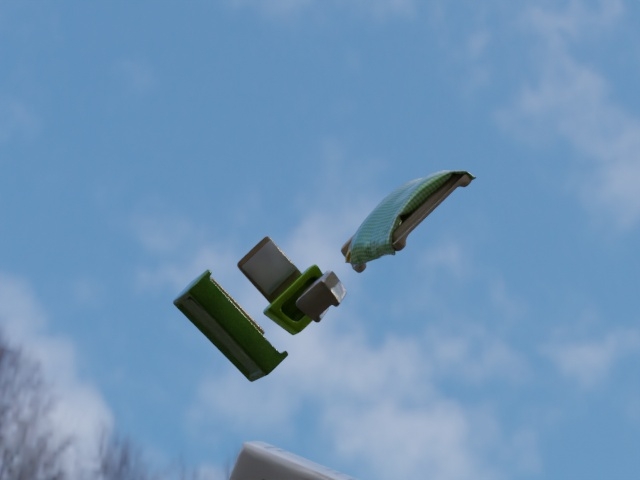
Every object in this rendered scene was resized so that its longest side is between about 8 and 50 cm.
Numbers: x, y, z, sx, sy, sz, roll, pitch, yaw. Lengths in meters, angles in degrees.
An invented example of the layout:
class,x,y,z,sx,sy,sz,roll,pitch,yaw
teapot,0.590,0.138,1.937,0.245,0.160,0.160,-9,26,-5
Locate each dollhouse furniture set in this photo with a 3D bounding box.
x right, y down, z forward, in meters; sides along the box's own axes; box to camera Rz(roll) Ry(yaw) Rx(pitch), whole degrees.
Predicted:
class,x,y,z,sx,sy,sz,roll,pitch,yaw
dollhouse furniture set,0.000,0.000,0.994,0.152,0.076,0.058,-44,-86,-18

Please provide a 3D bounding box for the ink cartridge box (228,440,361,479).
class,x,y,z,sx,sy,sz,roll,pitch,yaw
ink cartridge box,0.037,0.216,1.014,0.219,0.092,0.160,21,-93,8
